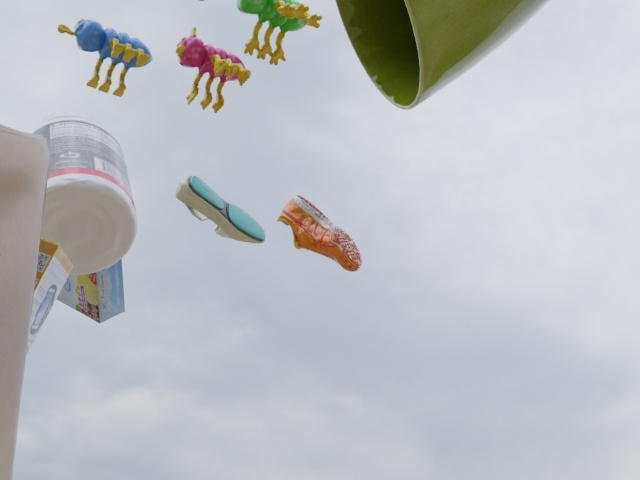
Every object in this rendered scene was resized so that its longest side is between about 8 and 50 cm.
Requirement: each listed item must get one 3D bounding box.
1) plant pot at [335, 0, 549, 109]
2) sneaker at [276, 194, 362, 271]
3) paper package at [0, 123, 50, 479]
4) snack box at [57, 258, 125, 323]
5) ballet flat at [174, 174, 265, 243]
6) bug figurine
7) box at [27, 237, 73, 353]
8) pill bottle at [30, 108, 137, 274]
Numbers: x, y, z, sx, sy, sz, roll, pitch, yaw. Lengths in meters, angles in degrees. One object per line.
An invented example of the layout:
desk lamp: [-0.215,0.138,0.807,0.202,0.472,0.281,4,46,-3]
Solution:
plant pot: [0.200,-0.371,0.922,0.294,0.274,0.274,-26,-35,-8]
sneaker: [0.000,0.000,0.995,0.064,0.175,0.067,24,-75,-49]
paper package: [-0.334,0.056,0.441,0.168,0.324,0.309,7,0,-2]
snack box: [-0.481,0.044,1.287,0.207,0.070,0.174,20,-61,32]
ballet flat: [-0.240,-0.060,1.536,0.086,0.086,0.248,-27,-57,38]
bug figurine: [-0.137,-0.242,0.704,0.216,0.072,0.279,18,-32,-38]
box: [-0.307,0.071,0.679,0.028,0.136,0.081,23,-21,-2]
pill bottle: [-0.415,-0.100,1.100,0.177,0.318,0.176,-12,-52,-15]
